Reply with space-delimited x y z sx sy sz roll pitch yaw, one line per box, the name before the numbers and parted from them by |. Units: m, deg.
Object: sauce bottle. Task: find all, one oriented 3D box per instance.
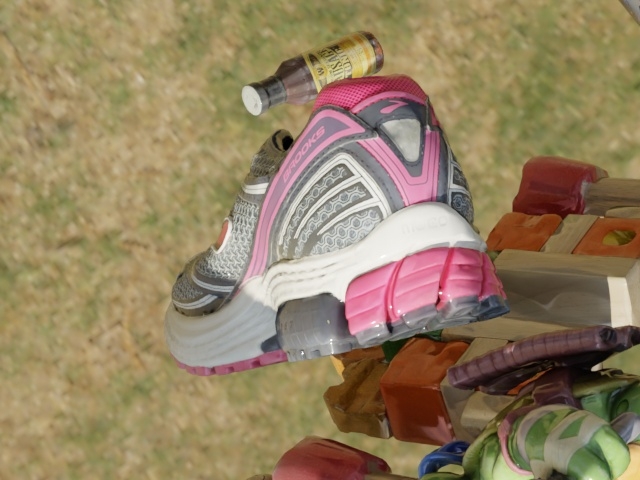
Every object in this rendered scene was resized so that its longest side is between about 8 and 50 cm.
sauce bottle | -0.006 -0.135 1.395 0.128 0.042 0.042 -28 138 -31

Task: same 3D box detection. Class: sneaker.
sneaker | 0.000 0.000 0.830 0.121 0.299 0.112 -11 86 -23

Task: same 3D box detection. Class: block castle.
block castle | 0.144 0.159 1.257 0.453 0.213 0.303 -47 130 -42

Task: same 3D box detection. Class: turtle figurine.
turtle figurine | 0.171 0.134 0.794 0.266 0.275 0.198 -33 105 13

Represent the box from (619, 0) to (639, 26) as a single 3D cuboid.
box | 0.211 -0.149 1.005 0.036 0.207 0.114 -29 141 1
